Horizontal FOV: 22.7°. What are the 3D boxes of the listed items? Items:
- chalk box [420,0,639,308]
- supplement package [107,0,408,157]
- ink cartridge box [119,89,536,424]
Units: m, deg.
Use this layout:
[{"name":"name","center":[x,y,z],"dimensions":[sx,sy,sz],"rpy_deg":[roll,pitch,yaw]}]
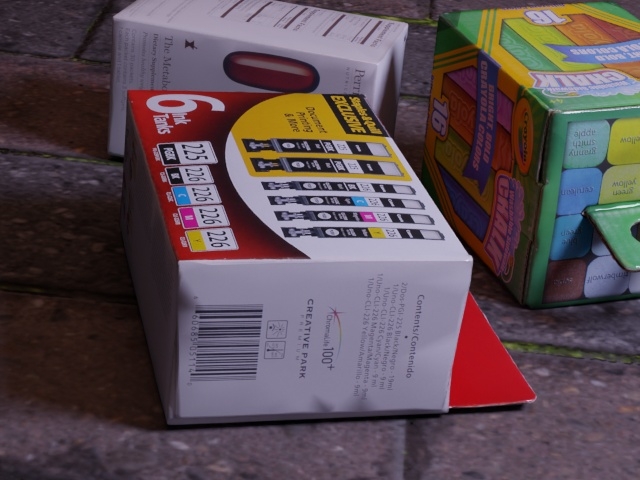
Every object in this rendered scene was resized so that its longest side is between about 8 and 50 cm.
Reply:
[{"name":"chalk box","center":[0.223,-0.065,1.318],"dimensions":[0.180,0.179,0.289],"rpy_deg":[-6,29,-20]},{"name":"supplement package","center":[-0.056,-0.140,1.460],"dimensions":[0.244,0.139,0.134],"rpy_deg":[11,25,11]},{"name":"ink cartridge box","center":[0.000,0.000,1.202],"dimensions":[0.272,0.130,0.309],"rpy_deg":[0,27,-14]}]
